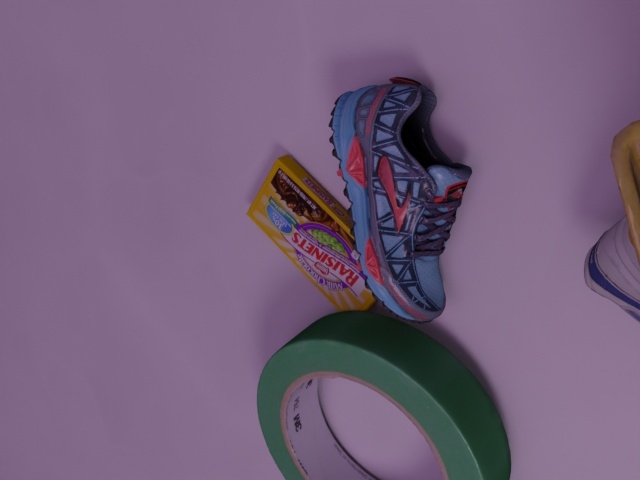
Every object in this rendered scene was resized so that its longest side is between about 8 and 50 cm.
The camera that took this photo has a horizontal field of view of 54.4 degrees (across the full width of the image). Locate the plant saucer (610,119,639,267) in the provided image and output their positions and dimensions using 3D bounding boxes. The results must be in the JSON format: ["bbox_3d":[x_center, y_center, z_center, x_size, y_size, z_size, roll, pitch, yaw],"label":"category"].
[{"bbox_3d":[0.370,0.055,0.392,0.333,0.081,0.332,-14,88,2],"label":"plant saucer"}]

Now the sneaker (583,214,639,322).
[{"bbox_3d":[0.359,0.072,0.507,0.296,0.112,0.131,39,162,4],"label":"sneaker"}]

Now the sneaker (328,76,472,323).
[{"bbox_3d":[0.096,-0.037,0.642,0.125,0.104,0.261,-11,101,36],"label":"sneaker"}]

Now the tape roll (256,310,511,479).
[{"bbox_3d":[0.066,0.246,0.770,0.321,0.077,0.321,18,123,30],"label":"tape roll"}]

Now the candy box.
[{"bbox_3d":[0.000,0.000,0.773,0.206,0.027,0.105,45,131,14],"label":"candy box"}]
